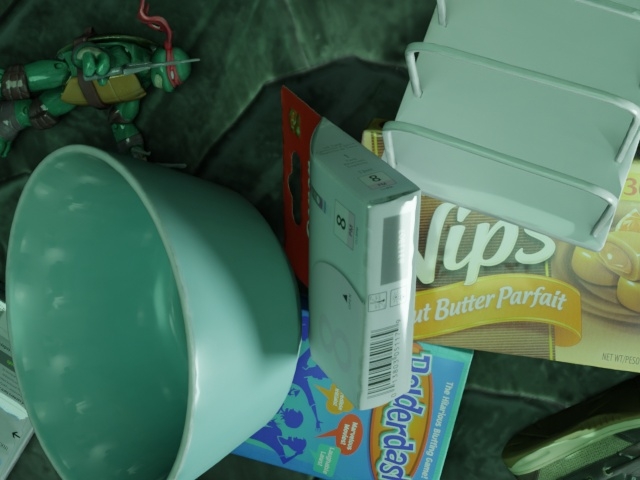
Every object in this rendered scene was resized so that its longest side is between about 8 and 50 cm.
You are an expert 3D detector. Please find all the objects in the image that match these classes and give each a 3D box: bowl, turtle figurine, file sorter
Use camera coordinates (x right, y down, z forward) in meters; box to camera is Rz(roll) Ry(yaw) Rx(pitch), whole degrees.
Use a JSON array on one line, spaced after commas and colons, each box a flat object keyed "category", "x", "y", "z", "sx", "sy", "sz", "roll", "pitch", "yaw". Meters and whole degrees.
[{"category": "bowl", "x": -0.131, "y": 0.066, "z": 1.129, "sx": 0.311, "sy": 0.163, "sz": 0.312, "roll": 13, "pitch": 107, "yaw": 50}, {"category": "turtle figurine", "x": -0.199, "y": -0.130, "z": 1.160, "sx": 0.234, "sy": 0.118, "sz": 0.175, "roll": -7, "pitch": 143, "yaw": 13}, {"category": "file sorter", "x": 0.174, "y": -0.162, "z": 1.004, "sx": 0.192, "sy": 0.173, "sz": 0.278, "roll": 19, "pitch": 84, "yaw": 9}]

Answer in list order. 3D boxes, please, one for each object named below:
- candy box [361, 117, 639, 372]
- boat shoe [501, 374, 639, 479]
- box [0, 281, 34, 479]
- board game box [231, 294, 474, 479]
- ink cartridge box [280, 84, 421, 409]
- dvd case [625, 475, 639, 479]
[{"category": "candy box", "x": 0.186, "y": 0.004, "z": 1.136, "sx": 0.316, "sy": 0.087, "sz": 0.183, "roll": 8, "pitch": 104, "yaw": 8}, {"category": "boat shoe", "x": 0.275, "y": 0.176, "z": 1.172, "sx": 0.223, "sy": 0.080, "sz": 0.073, "roll": -25, "pitch": 104, "yaw": 20}, {"category": "box", "x": -0.334, "y": 0.137, "z": 1.283, "sx": 0.145, "sy": 0.038, "sz": 0.186, "roll": 33, "pitch": 106, "yaw": 1}, {"category": "board game box", "x": 0.023, "y": 0.145, "z": 1.219, "sx": 0.210, "sy": 0.047, "sz": 0.160, "roll": 14, "pitch": 105, "yaw": 5}, {"category": "ink cartridge box", "x": 0.000, "y": 0.000, "z": 1.080, "sx": 0.066, "sy": 0.232, "sz": 0.189, "roll": -17, "pitch": 124, "yaw": -28}, {"category": "dvd case", "x": 0.367, "y": 0.316, "z": 1.186, "sx": 0.221, "sy": 0.018, "sz": 0.165, "roll": 17, "pitch": 106, "yaw": 22}]
